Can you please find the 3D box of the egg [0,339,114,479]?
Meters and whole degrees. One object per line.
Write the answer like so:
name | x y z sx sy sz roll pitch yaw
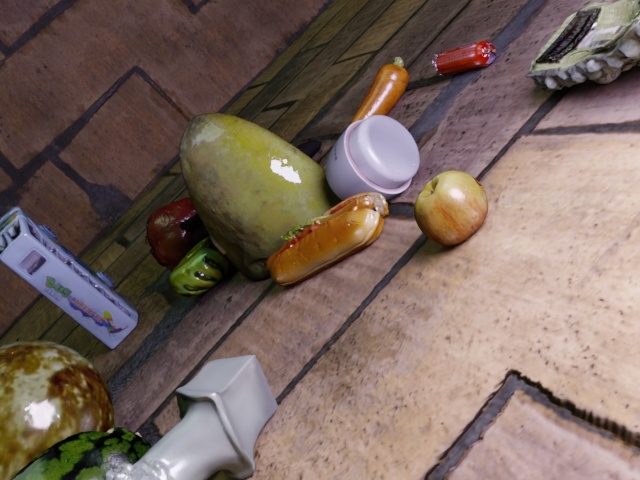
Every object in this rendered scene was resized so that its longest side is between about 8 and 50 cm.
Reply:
egg | -0.412 0.277 1.219 0.238 0.238 0.289 -34 38 30

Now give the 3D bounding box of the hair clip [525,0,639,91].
hair clip | 0.333 -0.219 0.935 0.138 0.091 0.321 -54 6 -3

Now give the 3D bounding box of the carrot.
carrot | 0.085 -0.219 1.569 0.256 0.061 0.061 -58 19 -8

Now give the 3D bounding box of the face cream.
face cream | 0.071 -0.108 1.217 0.104 0.117 0.117 -39 16 47

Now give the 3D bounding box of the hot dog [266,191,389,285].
hot dog | 0.000 0.000 1.215 0.236 0.062 0.092 -31 26 39

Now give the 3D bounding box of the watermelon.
watermelon | -0.342 0.341 1.079 0.303 0.128 0.159 -50 18 -19

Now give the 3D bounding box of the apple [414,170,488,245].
apple | 0.142 -0.037 0.959 0.084 0.071 0.084 -41 16 14

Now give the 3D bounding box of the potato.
potato | -0.130 -0.071 1.350 0.269 0.255 0.112 -27 22 44

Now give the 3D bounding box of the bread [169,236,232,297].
bread | -0.205 0.045 1.560 0.130 0.071 0.139 -41 12 20

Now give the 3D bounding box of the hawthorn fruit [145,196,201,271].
hawthorn fruit | -0.261 -0.018 1.732 0.172 0.148 0.148 -35 15 -11

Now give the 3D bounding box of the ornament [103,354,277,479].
ornament | -0.142 0.228 0.891 0.120 0.130 0.285 -7 39 43

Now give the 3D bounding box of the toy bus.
toy bus | -0.510 0.081 1.739 0.109 0.329 0.136 -45 27 -1

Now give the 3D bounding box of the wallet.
wallet | -0.120 -0.100 1.634 0.197 0.051 0.377 -34 4 23

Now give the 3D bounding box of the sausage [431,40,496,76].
sausage | 0.234 -0.293 1.394 0.048 0.050 0.145 -53 20 -12
